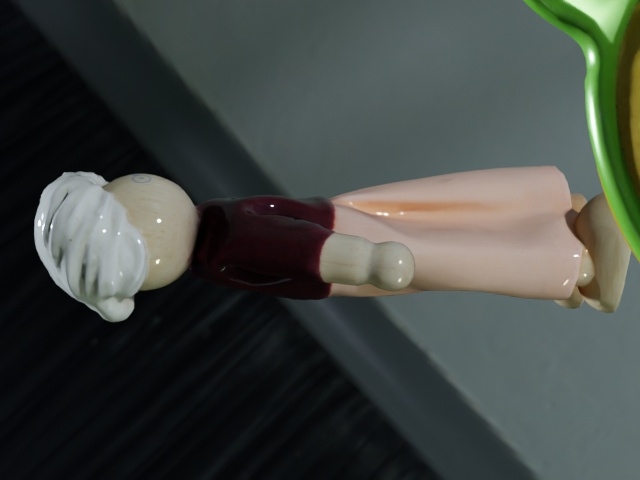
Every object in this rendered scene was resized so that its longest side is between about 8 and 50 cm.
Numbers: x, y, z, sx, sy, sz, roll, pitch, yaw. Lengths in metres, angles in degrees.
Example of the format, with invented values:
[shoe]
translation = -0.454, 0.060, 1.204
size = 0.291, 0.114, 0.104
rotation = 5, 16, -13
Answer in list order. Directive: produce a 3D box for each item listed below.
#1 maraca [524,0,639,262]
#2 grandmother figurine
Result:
[maraca]
translation = 0.133, -0.045, 0.508
size = 0.185, 0.127, 0.099
rotation = 59, 155, 1
[grandmother figurine]
translation = 0.000, 0.000, 1.008
size = 0.208, 0.343, 0.104
rotation = 145, 126, -75
